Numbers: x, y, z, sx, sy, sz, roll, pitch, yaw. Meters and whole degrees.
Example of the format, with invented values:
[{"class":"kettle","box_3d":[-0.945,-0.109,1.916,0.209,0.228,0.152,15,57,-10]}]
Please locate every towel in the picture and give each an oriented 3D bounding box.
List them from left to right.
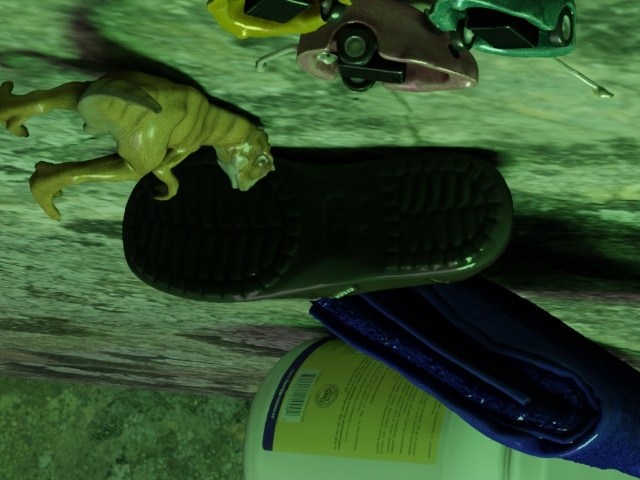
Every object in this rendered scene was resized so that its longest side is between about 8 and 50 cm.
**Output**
[{"class":"towel","box_3d":[0.129,0.088,1.021,0.227,0.076,0.308,35,-174,31]}]

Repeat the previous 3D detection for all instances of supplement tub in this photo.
[{"class":"supplement tub","box_3d":[0.119,0.211,1.520,0.331,0.241,0.241,-1,168,38]}]

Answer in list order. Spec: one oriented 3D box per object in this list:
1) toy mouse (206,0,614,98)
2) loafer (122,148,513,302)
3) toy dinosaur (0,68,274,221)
[{"class":"toy mouse","box_3d":[0.034,-0.074,0.518,0.143,0.031,0.161,9,170,-16]},{"class":"loafer","box_3d":[0.000,0.000,0.827,0.220,0.080,0.078,2,169,25]},{"class":"toy dinosaur","box_3d":[-0.083,-0.054,0.679,0.112,0.064,0.211,-16,174,16]}]
